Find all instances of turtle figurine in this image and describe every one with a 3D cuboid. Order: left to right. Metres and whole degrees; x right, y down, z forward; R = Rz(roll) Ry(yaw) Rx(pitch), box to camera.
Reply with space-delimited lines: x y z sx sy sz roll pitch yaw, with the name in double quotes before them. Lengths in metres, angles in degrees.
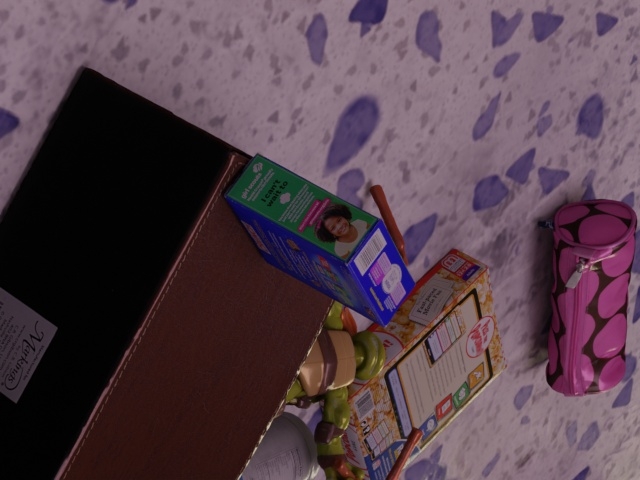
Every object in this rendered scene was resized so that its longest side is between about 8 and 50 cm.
"turtle figurine" -0.015 0.087 1.561 0.217 0.087 0.269 0 93 -47

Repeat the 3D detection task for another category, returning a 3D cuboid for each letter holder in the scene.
"letter holder" -0.129 0.067 1.353 0.214 0.152 0.301 26 93 -57

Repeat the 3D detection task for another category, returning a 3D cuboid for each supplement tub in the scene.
"supplement tub" -0.061 0.190 1.587 0.107 0.071 0.071 -20 128 -44

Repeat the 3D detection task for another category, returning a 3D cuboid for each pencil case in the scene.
"pencil case" 0.263 0.062 1.879 0.098 0.095 0.209 -74 163 -52

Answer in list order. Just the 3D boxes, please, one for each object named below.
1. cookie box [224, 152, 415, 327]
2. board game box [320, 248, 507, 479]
"cookie box" 0.000 0.000 1.238 0.040 0.107 0.092 -53 149 -15
"board game box" 0.087 0.123 1.742 0.193 0.045 0.146 -41 140 -25
